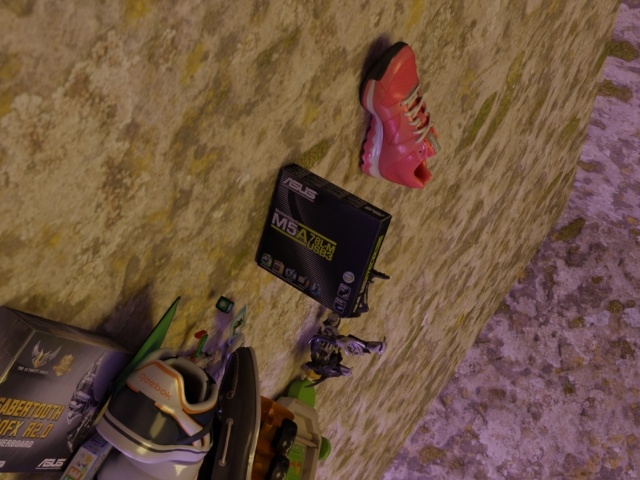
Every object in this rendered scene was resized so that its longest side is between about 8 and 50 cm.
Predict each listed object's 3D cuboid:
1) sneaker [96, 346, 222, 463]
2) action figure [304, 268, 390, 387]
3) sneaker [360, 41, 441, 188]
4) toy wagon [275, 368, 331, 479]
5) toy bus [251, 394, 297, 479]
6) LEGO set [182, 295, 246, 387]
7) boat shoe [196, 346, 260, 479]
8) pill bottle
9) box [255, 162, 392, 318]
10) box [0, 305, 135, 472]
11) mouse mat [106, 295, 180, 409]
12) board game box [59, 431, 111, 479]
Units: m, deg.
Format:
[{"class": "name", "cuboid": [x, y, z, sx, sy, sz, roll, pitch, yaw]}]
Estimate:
[{"class": "sneaker", "cuboid": [-0.196, 0.230, 1.175, 0.127, 0.126, 0.321, -57, 172, -6]}, {"class": "action figure", "cuboid": [0.057, 0.196, 1.743, 0.164, 0.141, 0.275, -9, 119, -63]}, {"class": "sneaker", "cuboid": [0.155, -0.210, 1.463, 0.116, 0.136, 0.313, -49, 155, -28]}, {"class": "toy wagon", "cuboid": [-0.062, 0.442, 1.804, 0.267, 0.068, 0.344, 44, 51, -56]}, {"class": "toy bus", "cuboid": [-0.154, 0.412, 1.519, 0.211, 0.150, 0.220, -62, -173, 25]}, {"class": "LEGO set", "cuboid": [-0.190, 0.186, 1.377, 0.182, 0.060, 0.244, -52, 164, -33]}, {"class": "boat shoe", "cuboid": [-0.157, 0.330, 1.335, 0.112, 0.096, 0.335, 144, -48, -65]}, {"class": "pill bottle", "cuboid": [-0.290, 0.417, 1.280, 0.264, 0.153, 0.153, -63, 158, 8]}, {"class": "box", "cuboid": [0.000, 0.000, 1.325, 0.045, 0.191, 0.184, -31, 145, -51]}, {"class": "box", "cuboid": [-0.343, 0.188, 1.012, 0.183, 0.056, 0.231, -57, 158, -4]}, {"class": "mouse mat", "cuboid": [-0.248, 0.171, 1.151, 0.152, 0.007, 0.189, -58, 178, -41]}, {"class": "board game box", "cuboid": [-0.330, 0.320, 1.167, 0.103, 0.026, 0.154, -58, -179, -3]}]
